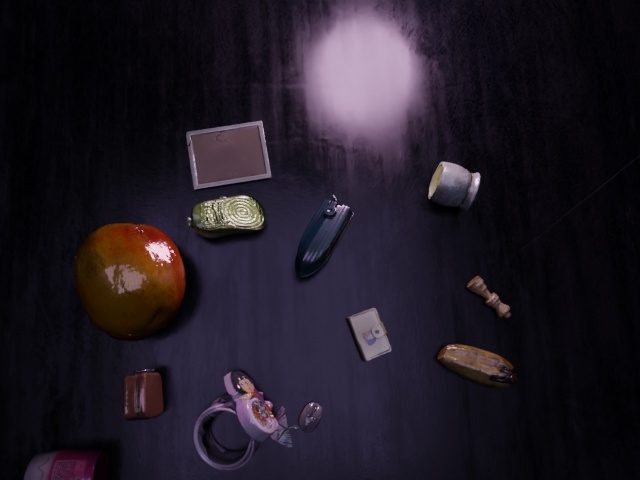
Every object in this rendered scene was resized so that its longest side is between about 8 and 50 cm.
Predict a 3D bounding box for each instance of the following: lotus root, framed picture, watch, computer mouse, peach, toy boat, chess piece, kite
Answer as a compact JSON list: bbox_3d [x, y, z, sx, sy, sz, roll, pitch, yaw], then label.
[{"bbox_3d":[0.516,0.410,1.739,0.258,0.097,0.110,20,72,8],"label":"lotus root"},{"bbox_3d":[-0.322,-0.298,1.851,0.273,0.016,0.217,-9,81,-5],"label":"framed picture"},{"bbox_3d":[-0.275,0.559,1.639,0.231,0.196,0.244,-40,84,12],"label":"watch"},{"bbox_3d":[-0.031,0.568,1.696,0.066,0.039,0.096,30,74,2],"label":"computer mouse"},{"bbox_3d":[-0.583,0.129,1.618,0.372,0.290,0.373,0,84,-3],"label":"peach"},{"bbox_3d":[0.001,0.000,1.761,0.114,0.122,0.296,20,67,22],"label":"toy boat"},{"bbox_3d":[0.581,0.198,1.801,0.172,0.060,0.060,44,80,2],"label":"chess piece"},{"bbox_3d":[-0.104,0.602,1.706,0.152,0.005,0.137,-14,81,-7],"label":"kite"}]

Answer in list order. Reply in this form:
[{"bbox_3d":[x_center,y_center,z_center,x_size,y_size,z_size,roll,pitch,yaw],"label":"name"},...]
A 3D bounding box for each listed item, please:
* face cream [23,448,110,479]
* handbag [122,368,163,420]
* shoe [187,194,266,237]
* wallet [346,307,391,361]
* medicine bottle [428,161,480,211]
[{"bbox_3d":[-0.745,0.711,1.559,0.194,0.175,0.175,0,80,-5],"label":"face cream"},{"bbox_3d":[-0.537,0.469,1.610,0.072,0.193,0.151,-8,73,-1],"label":"handbag"},{"bbox_3d":[-0.312,-0.084,1.759,0.262,0.128,0.140,-8,89,-34],"label":"shoe"},{"bbox_3d":[0.164,0.311,1.760,0.110,0.039,0.155,-21,81,-4],"label":"wallet"},{"bbox_3d":[0.460,-0.185,1.814,0.143,0.147,0.147,17,79,-2],"label":"medicine bottle"}]
